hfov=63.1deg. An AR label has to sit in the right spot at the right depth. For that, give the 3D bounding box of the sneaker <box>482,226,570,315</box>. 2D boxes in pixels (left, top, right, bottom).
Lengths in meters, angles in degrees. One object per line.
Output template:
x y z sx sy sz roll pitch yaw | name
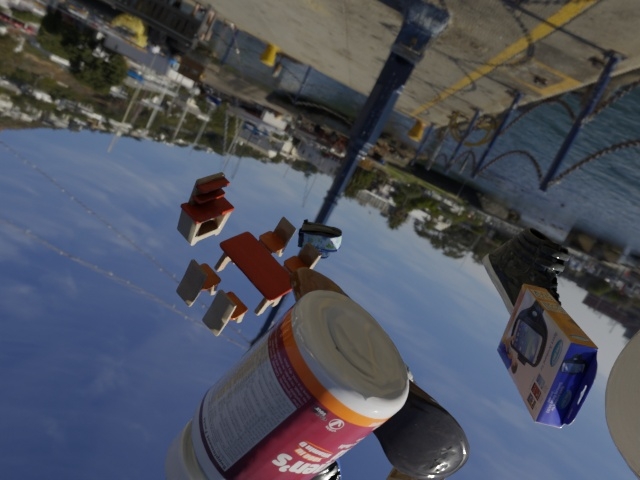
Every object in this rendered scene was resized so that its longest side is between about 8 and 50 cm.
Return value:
0.446 0.091 1.037 0.104 0.147 0.296 14 -143 -31 | sneaker

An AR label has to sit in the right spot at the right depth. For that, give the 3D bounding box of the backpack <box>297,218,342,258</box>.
0.000 0.000 1.420 0.114 0.084 0.105 7 -159 5 | backpack

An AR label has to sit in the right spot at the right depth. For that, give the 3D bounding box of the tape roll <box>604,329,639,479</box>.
0.544 0.181 0.614 0.072 0.392 0.392 48 -175 -13 | tape roll

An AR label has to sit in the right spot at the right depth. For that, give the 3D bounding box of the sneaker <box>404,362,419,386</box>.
0.239 0.404 1.422 0.092 0.088 0.225 39 171 31 | sneaker

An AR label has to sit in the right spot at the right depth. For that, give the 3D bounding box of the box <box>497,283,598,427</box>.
0.203 0.103 0.476 0.028 0.081 0.136 14 -162 0 | box

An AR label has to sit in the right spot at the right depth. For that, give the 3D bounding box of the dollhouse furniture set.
-0.153 0.010 0.994 0.259 0.135 0.262 45 -141 14 | dollhouse furniture set

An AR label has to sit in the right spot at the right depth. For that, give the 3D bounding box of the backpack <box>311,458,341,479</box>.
-0.033 0.334 0.797 0.120 0.098 0.101 -14 -148 -1 | backpack

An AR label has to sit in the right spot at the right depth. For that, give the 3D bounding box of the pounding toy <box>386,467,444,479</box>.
0.289 0.636 1.501 0.094 0.206 0.181 46 149 -5 | pounding toy

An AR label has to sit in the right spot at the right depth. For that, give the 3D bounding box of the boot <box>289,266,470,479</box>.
0.065 0.170 0.723 0.264 0.096 0.280 32 -169 -13 | boot

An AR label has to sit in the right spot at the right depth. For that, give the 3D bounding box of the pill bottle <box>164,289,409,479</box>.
-0.038 0.155 0.466 0.121 0.221 0.121 35 -156 -19 | pill bottle
